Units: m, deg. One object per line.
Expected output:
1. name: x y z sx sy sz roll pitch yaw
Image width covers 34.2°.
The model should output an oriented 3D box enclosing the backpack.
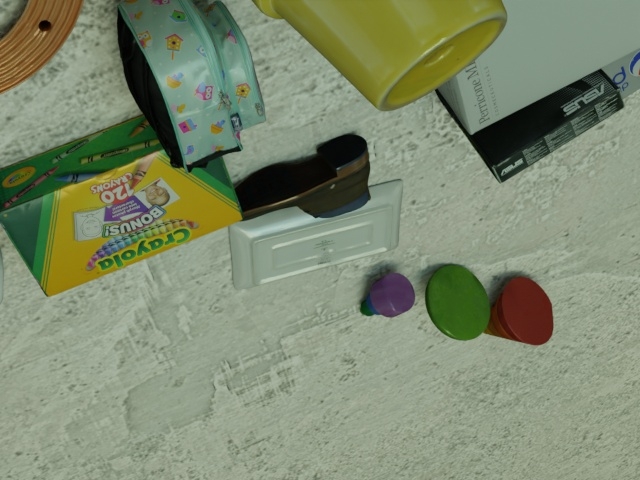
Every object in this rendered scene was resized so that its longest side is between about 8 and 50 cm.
1. backpack: -0.150 -0.195 1.172 0.144 0.166 0.188 -27 141 -2

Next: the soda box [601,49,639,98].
1. soda box: 0.383 -0.246 1.453 0.286 0.091 0.098 -33 137 6

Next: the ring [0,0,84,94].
1. ring: -0.406 -0.277 1.060 0.336 0.032 0.337 -15 136 -15

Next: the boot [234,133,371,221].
1. boot: -0.025 -0.055 1.440 0.219 0.082 0.106 -24 136 -7

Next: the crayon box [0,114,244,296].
1. crayon box: -0.254 -0.054 1.321 0.278 0.081 0.165 -22 138 -6

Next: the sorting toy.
1. sorting toy: 0.219 0.122 1.753 0.365 0.127 0.126 9 157 -30

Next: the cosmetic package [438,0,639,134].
1. cosmetic package: 0.302 -0.324 1.285 0.385 0.156 0.217 -30 140 1

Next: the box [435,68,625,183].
1. box: 0.272 -0.191 1.380 0.190 0.184 0.045 -31 137 6

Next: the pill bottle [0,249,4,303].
1. pill bottle: -0.483 0.045 1.299 0.160 0.087 0.087 -3 133 -26

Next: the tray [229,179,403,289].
1. tray: 0.000 0.000 1.546 0.270 0.030 0.145 -14 138 -14

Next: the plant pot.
1. plant pot: 0.062 -0.277 1.075 0.254 0.239 0.254 -33 170 -6
